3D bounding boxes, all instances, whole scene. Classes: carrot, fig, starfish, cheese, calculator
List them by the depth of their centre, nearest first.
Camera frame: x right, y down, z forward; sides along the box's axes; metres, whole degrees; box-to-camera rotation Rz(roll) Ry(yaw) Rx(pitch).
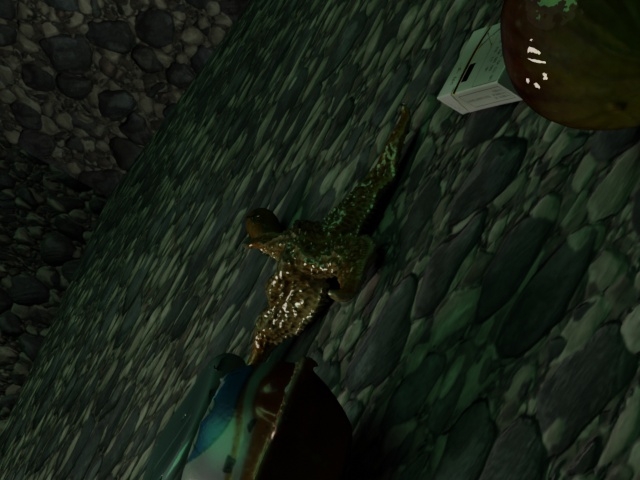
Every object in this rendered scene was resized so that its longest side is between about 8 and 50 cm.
[{"bbox_3d":[0.235,-0.129,0.997,0.160,0.230,0.143,-57,-29,10],"label":"fig"},{"bbox_3d":[-0.056,0.227,1.249,0.329,0.129,0.217,108,-176,-46],"label":"cheese"},{"bbox_3d":[-0.019,0.015,1.627,0.293,0.084,0.301,-44,26,46],"label":"starfish"},{"bbox_3d":[-0.152,0.223,1.685,0.185,0.041,0.299,-56,6,18],"label":"calculator"},{"bbox_3d":[-0.061,0.002,1.890,0.049,0.049,0.254,-59,18,6],"label":"carrot"}]

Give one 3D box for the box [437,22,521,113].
[{"bbox_3d":[0.174,-0.173,1.405,0.084,0.040,0.154,-63,15,-8],"label":"box"}]
